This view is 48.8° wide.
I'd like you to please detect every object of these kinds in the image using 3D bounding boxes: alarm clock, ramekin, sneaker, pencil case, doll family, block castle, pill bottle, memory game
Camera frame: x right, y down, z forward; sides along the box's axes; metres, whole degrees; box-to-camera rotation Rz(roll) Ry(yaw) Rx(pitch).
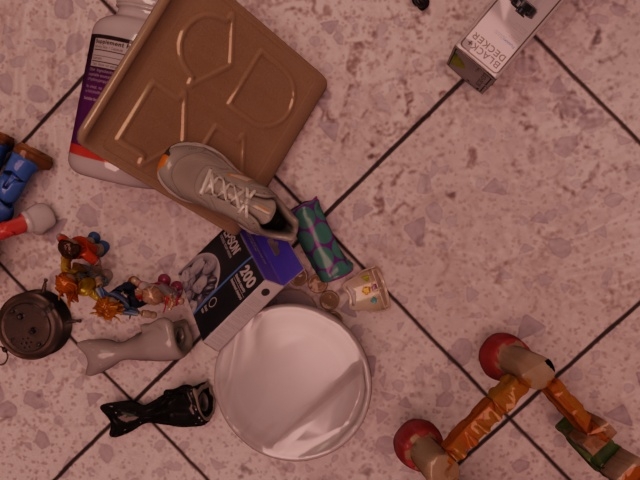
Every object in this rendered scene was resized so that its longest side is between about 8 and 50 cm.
[{"bbox_3d":[-0.558,0.172,1.336,0.192,0.064,0.129,-41,90,10],"label":"alarm clock"},{"bbox_3d":[-0.042,0.236,1.241,0.273,0.127,0.272,0,94,6],"label":"ramekin"},{"bbox_3d":[-0.132,-0.074,1.119,0.262,0.121,0.099,26,89,-41],"label":"sneaker"},{"bbox_3d":[0.000,0.000,1.263,0.070,0.064,0.151,-27,91,-31],"label":"pencil case"},{"bbox_3d":[-0.376,0.087,1.257,0.263,0.163,0.118,28,96,3],"label":"doll family"},{"bbox_3d":[0.370,0.411,1.190,0.303,0.213,0.453,-44,96,-5],"label":"block castle"},{"bbox_3d":[-0.316,-0.259,1.216,0.182,0.181,0.322,13,95,5],"label":"pill bottle"},{"bbox_3d":[-0.051,0.139,1.305,0.186,0.012,0.186,1,95,6],"label":"memory game"}]

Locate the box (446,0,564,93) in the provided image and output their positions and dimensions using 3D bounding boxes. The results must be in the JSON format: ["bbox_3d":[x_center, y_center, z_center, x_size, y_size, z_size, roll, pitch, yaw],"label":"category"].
[{"bbox_3d":[0.337,-0.386,1.148,0.087,0.169,0.290,40,98,2],"label":"box"}]

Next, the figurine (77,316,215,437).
[{"bbox_3d":[-0.328,0.254,1.296,0.210,0.092,0.214,-15,101,12],"label":"figurine"}]

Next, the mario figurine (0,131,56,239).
[{"bbox_3d":[-0.627,-0.040,1.316,0.198,0.170,0.320,24,85,39],"label":"mario figurine"}]

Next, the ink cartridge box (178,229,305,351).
[{"bbox_3d":[-0.145,0.053,1.225,0.208,0.206,0.045,-43,129,7],"label":"ink cartridge box"}]

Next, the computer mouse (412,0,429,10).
[{"bbox_3d":[0.223,-0.495,1.216,0.193,0.042,0.106,-33,86,13],"label":"computer mouse"}]

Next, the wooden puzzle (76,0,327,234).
[{"bbox_3d":[-0.184,-0.218,1.156,0.348,0.080,0.322,34,85,-41],"label":"wooden puzzle"}]

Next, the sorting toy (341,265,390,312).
[{"bbox_3d":[0.080,0.092,1.275,0.075,0.045,0.083,-18,93,14],"label":"sorting toy"}]
